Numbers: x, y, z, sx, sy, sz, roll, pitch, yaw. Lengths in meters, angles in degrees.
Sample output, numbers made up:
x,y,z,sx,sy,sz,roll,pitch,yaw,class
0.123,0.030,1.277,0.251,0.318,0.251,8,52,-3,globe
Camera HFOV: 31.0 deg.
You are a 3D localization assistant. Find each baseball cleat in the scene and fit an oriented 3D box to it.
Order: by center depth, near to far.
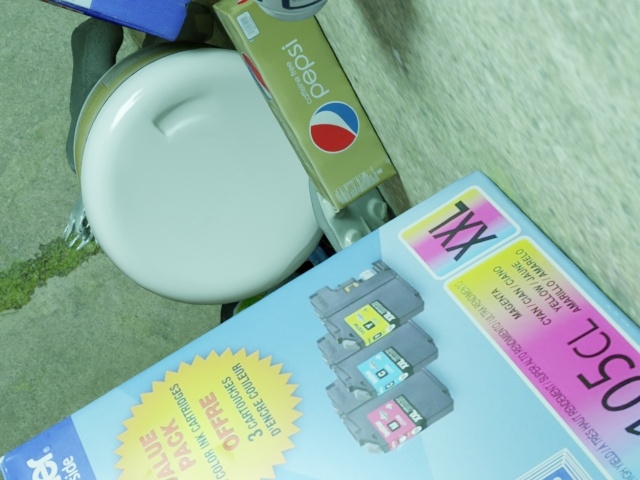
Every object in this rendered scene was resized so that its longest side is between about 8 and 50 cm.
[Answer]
x,y,z,sx,sy,sz,roll,pitch,yaw,class
0.035,0.018,1.066,0.109,0.072,0.206,-16,108,57,baseball cleat

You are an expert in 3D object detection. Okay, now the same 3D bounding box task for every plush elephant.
x,y,z,sx,sy,sz,roll,pitch,yaw,class
-0.179,-0.119,1.492,0.255,0.330,0.271,20,163,-40,plush elephant

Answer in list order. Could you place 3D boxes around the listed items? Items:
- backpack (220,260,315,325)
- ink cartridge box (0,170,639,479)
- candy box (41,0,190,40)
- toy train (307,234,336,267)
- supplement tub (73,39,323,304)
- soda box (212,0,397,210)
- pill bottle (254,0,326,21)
x,y,z,sx,sy,sz,roll,pitch,yaw,class
0.033,0.194,1.398,0.355,0.273,0.290,19,148,43,backpack
0.004,0.173,0.624,0.270,0.395,0.151,52,172,45,ink cartridge box
-0.262,-0.293,1.098,0.268,0.122,0.317,17,-170,-18,candy box
0.030,0.018,1.213,0.105,0.080,0.184,52,175,-5,toy train
-0.132,-0.083,1.196,0.241,0.241,0.331,59,175,-17,supplement tub
-0.011,-0.117,0.905,0.181,0.058,0.061,61,174,-24,soda box
-0.017,-0.166,0.634,0.067,0.067,0.120,57,174,10,pill bottle
